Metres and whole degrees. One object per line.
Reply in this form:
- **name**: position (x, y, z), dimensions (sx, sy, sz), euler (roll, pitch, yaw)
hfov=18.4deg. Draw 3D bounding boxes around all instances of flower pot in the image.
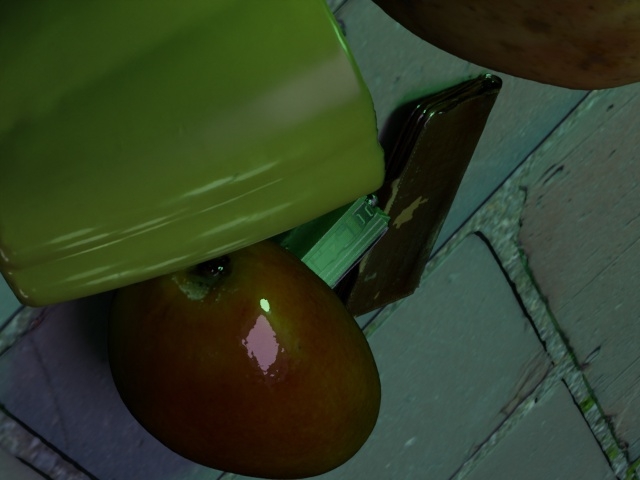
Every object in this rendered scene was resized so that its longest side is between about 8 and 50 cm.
- **flower pot**: position (-0.092, -0.067, 0.913), dimensions (0.179, 0.195, 0.195), euler (-30, 148, -9)

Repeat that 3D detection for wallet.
- **wallet**: position (0.061, -0.028, 1.320), dimensions (0.095, 0.026, 0.176), euler (-23, 144, -48)

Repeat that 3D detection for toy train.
- **toy train**: position (0.000, 0.000, 1.256), dimensions (0.093, 0.038, 0.056), euler (-46, 149, -4)

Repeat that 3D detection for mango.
- **mango**: position (-0.036, 0.079, 1.195), dimensions (0.289, 0.146, 0.129), euler (39, 47, -62)

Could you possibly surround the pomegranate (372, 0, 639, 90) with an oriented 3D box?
- **pomegranate**: position (0.117, -0.206, 0.932), dimensions (0.281, 0.281, 0.281), euler (-34, 148, -25)
